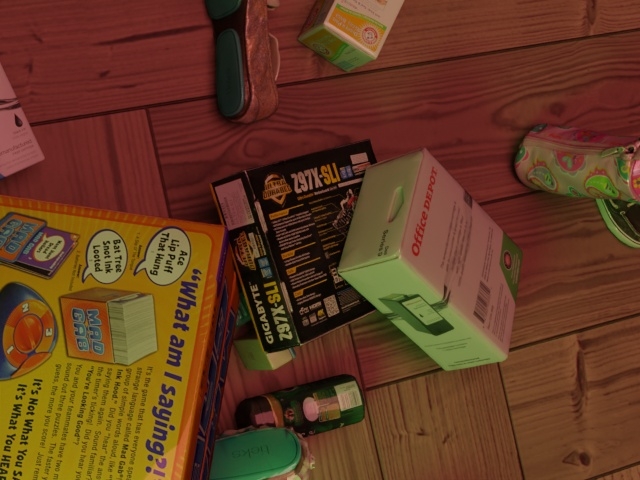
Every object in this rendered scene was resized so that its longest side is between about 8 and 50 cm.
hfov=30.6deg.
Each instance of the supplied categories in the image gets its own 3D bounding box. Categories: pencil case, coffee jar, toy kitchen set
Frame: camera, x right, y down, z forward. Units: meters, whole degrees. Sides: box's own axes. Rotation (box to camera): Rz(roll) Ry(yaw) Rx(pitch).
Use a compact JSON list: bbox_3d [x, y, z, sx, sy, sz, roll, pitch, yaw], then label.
[{"bbox_3d":[0.446,-0.125,1.892,0.124,0.284,0.124,-6,102,-31],"label":"pencil case"},{"bbox_3d":[-0.032,0.258,1.759,0.184,0.096,0.079,-11,86,-22],"label":"coffee jar"},{"bbox_3d":[-0.069,0.065,1.748,0.166,0.122,0.207,-29,96,-22],"label":"toy kitchen set"}]

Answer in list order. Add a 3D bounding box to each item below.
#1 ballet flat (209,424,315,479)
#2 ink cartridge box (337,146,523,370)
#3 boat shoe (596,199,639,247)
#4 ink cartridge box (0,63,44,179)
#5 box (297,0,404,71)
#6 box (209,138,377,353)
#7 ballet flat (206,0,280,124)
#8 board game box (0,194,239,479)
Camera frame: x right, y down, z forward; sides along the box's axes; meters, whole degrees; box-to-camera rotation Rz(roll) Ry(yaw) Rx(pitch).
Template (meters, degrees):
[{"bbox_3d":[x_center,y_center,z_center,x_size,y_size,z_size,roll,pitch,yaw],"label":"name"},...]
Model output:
[{"bbox_3d":[-0.210,0.351,1.645,0.408,0.147,0.147,-3,86,-3],"label":"ballet flat"},{"bbox_3d":[0.174,0.031,1.776,0.289,0.121,0.211,43,48,-33],"label":"ink cartridge box"},{"bbox_3d":[0.524,-0.082,2.035,0.078,0.070,0.219,-37,99,-21],"label":"boat shoe"},{"bbox_3d":[-0.489,-0.168,1.605,0.139,0.082,0.191,-30,104,-31],"label":"ink cartridge box"},{"bbox_3d":[0.065,-0.385,1.853,0.103,0.114,0.203,30,75,-18],"label":"box"},{"bbox_3d":[0.000,0.000,1.733,0.322,0.079,0.257,-21,92,-52],"label":"box"},{"bbox_3d":[-0.113,-0.334,1.796,0.106,0.107,0.316,-2,91,-43],"label":"ballet flat"},{"bbox_3d":[-0.307,0.177,1.434,0.356,0.356,0.357,8,72,1],"label":"board game box"}]
